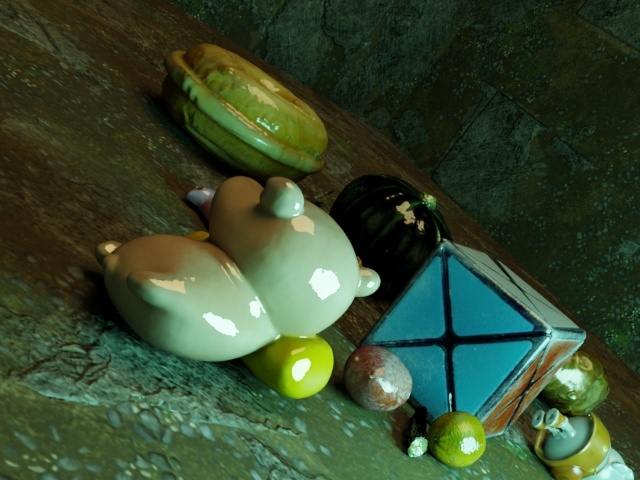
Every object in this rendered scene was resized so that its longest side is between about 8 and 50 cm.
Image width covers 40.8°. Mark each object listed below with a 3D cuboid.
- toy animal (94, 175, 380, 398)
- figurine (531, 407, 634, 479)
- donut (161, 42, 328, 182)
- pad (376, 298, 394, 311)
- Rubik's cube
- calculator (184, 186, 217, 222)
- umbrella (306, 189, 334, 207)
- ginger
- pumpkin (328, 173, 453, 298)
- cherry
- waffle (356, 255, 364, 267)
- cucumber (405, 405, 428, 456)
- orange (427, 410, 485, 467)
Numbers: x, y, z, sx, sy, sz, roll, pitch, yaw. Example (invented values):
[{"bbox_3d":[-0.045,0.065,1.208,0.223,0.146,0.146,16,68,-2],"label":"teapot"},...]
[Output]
[{"bbox_3d":[-0.098,0.017,1.091,0.345,0.247,0.277,27,16,-37],"label":"toy animal"},{"bbox_3d":[0.502,0.402,1.618,0.271,0.143,0.143,29,17,-27],"label":"figurine"},{"bbox_3d":[-0.175,-0.293,1.994,0.449,0.198,0.449,37,13,-10],"label":"donut"},{"bbox_3d":[0.245,0.173,1.782,0.234,0.003,0.158,7,27,-23],"label":"pad"},{"bbox_3d":[0.262,0.175,1.492,0.260,0.259,0.254,41,12,28],"label":"Rubik's cube"},{"bbox_3d":[-0.107,-0.009,1.578,0.294,0.043,0.194,26,18,-47],"label":"calculator"},{"bbox_3d":[-0.026,-0.090,2.083,0.044,0.044,0.269,64,25,-1],"label":"umbrella"},{"bbox_3d":[0.529,0.295,2.009,0.357,0.152,0.274,35,-6,-14],"label":"ginger"},{"bbox_3d":[0.161,-0.019,1.884,0.315,0.238,0.315,40,15,-13],"label":"pumpkin"},{"bbox_3d":[0.095,0.210,1.314,0.107,0.090,0.225,30,2,17],"label":"cherry"},{"bbox_3d":[-0.002,0.000,1.703,0.283,0.065,0.309,46,7,-5],"label":"waffle"},{"bbox_3d":[0.144,0.286,1.291,0.034,0.033,0.135,5,12,4],"label":"cucumber"},{"bbox_3d":[0.204,0.299,1.298,0.095,0.085,0.085,13,27,-44],"label":"orange"}]
